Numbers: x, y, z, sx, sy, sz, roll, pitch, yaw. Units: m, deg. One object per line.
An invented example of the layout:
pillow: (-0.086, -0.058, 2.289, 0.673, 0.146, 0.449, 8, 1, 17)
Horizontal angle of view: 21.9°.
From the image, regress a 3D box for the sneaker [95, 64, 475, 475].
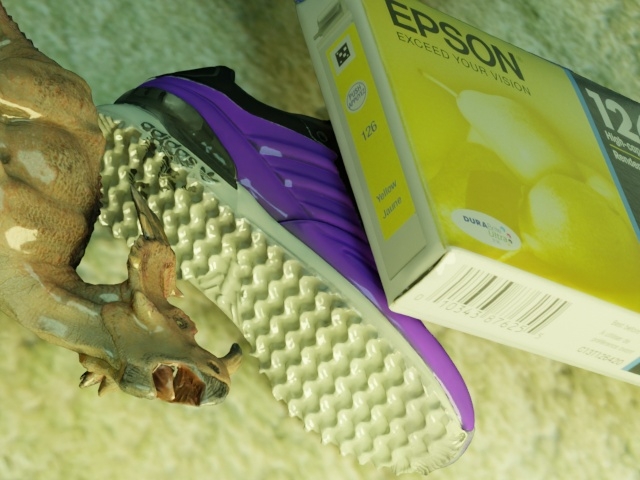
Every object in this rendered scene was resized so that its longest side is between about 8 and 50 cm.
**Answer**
sneaker: (0.000, -0.001, 0.975, 0.293, 0.102, 0.146, 45, 46, 7)

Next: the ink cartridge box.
ink cartridge box: (0.129, -0.059, 1.052, 0.303, 0.072, 0.307, 17, 45, -38)

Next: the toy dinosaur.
toy dinosaur: (-0.153, -0.033, 0.879, 0.200, 0.127, 0.296, 6, 62, -27)
